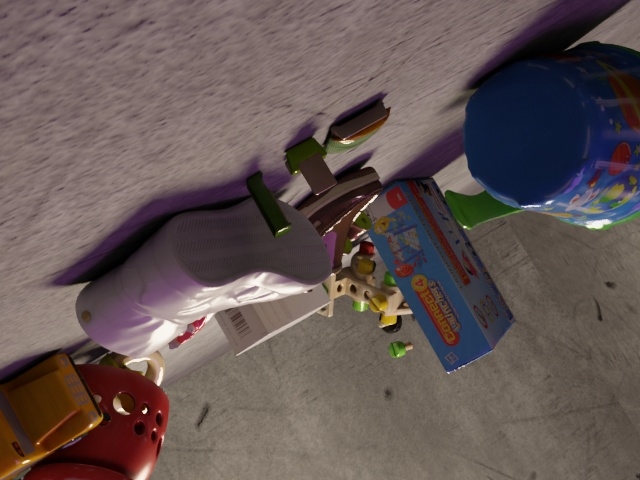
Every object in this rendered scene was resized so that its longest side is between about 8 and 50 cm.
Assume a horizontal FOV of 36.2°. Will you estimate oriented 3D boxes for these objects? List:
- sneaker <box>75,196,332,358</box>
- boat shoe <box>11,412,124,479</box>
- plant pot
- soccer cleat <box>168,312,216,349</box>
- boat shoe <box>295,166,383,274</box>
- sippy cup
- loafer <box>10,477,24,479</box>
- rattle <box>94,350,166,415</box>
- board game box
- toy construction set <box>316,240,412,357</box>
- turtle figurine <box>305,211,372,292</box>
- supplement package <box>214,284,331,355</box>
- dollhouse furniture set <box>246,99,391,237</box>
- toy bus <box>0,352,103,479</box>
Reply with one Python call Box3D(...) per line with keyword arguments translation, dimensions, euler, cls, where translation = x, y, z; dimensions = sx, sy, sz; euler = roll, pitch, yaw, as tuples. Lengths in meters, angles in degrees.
Box3D(translation=(-0.119, 0.039, 0.997), dimensions=(0.169, 0.108, 0.292), euler=(-32, 165, 26), cls="sneaker")
Box3D(translation=(-0.439, 0.313, 1.708), dimensions=(0.302, 0.091, 0.114), euler=(-31, -178, 5), cls="boat shoe")
Box3D(translation=(-0.317, 0.289, 1.358), dimensions=(0.191, 0.191, 0.174), euler=(-36, -144, 41), cls="plant pot")
Box3D(translation=(-0.114, 0.036, 1.166), dimensions=(0.248, 0.083, 0.095), euler=(-39, -159, 24), cls="soccer cleat")
Box3D(translation=(0.005, -0.003, 1.269), dimensions=(0.095, 0.095, 0.257), euler=(-26, 172, -42), cls="boat shoe")
Box3D(translation=(0.290, -0.126, 1.170), dimensions=(0.224, 0.240, 0.306), euler=(-7, 119, -51), cls="sippy cup")
Box3D(translation=(-0.683, 0.494, 1.975), dimensions=(0.095, 0.109, 0.302), euler=(-21, 172, -39), cls="loafer")
Box3D(translation=(-0.271, 0.260, 1.570), dimensions=(0.130, 0.142, 0.200), euler=(-49, 143, -32), cls="rattle")
Box3D(translation=(0.204, 0.046, 1.673), dimensions=(0.086, 0.308, 0.302), euler=(-31, 174, 18), cls="board game box")
Box3D(translation=(0.117, 0.078, 2.134), dimensions=(0.237, 0.257, 0.309), euler=(-9, 140, -42), cls="toy construction set")
Box3D(translation=(-0.032, 0.036, 1.454), dimensions=(0.217, 0.087, 0.269), euler=(-36, 173, 41), cls="turtle figurine")
Box3D(translation=(-0.088, 0.111, 1.732), dimensions=(0.179, 0.105, 0.105), euler=(-24, 170, -48), cls="supplement package")
Box3D(translation=(0.009, -0.066, 0.921), dimensions=(0.151, 0.059, 0.076), euler=(-30, 175, -11), cls="dollhouse furniture set")
Box3D(translation=(-0.443, 0.267, 1.221), dimensions=(0.332, 0.108, 0.130), euler=(-32, 173, 11), cls="toy bus")
